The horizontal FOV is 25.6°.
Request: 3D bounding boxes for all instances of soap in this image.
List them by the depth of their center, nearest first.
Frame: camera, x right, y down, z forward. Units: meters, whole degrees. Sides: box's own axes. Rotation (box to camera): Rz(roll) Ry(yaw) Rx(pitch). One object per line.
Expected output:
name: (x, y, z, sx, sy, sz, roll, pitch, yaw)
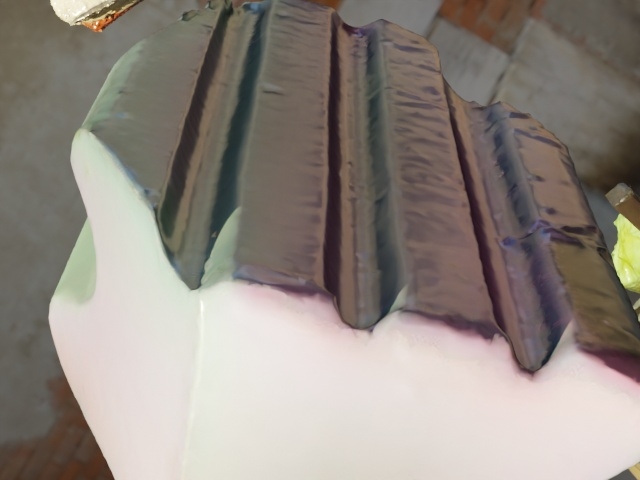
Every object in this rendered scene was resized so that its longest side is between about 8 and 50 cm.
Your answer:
soap: (0.000, 0.000, 0.548, 0.324, 0.193, 0.109, -89, 13, -65)

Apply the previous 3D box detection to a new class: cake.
cake: (-0.214, -0.298, 1.616, 0.086, 0.220, 0.116, -26, -63, -71)

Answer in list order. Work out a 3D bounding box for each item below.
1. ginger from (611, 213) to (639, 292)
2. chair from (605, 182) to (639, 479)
ginger: (0.379, 0.000, 1.243, 0.089, 0.290, 0.137, 48, 123, 50)
chair: (0.261, 0.109, 0.903, 0.160, 0.319, 0.186, -52, 49, 3)
